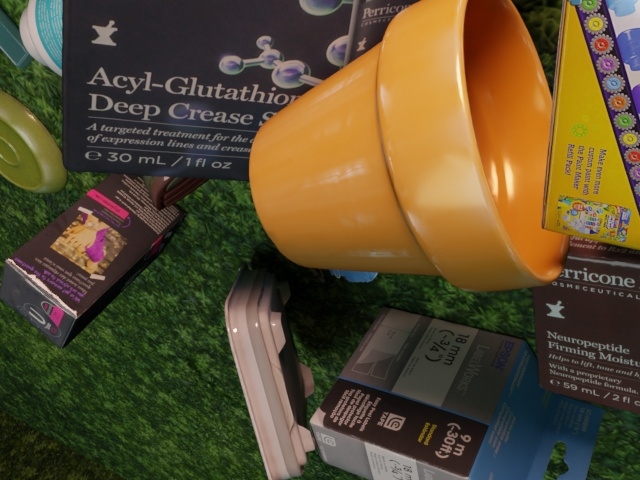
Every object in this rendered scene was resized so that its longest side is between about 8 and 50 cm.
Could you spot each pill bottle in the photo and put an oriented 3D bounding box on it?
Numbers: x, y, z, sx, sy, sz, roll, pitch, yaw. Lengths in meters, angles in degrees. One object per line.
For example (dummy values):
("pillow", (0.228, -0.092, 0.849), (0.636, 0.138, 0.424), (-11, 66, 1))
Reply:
("pill bottle", (-0.259, -0.272, 0.810), (0.264, 0.146, 0.146), (4, 131, 35))

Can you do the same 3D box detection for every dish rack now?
("dish rack", (-0.065, 0.186, 0.999), (0.073, 0.333, 0.285), (-13, 100, 2))

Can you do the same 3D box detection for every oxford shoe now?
("oxford shoe", (-0.177, -0.126, 0.791), (0.130, 0.123, 0.348), (55, 179, -12))

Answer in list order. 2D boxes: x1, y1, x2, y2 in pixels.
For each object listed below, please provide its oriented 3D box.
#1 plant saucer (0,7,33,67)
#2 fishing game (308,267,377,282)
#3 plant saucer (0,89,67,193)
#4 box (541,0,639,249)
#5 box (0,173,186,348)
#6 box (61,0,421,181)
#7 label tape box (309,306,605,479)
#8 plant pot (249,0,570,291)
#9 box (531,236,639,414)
("plant saucer", (-0.534, -0.363, 1.040), (0.067, 0.018, 0.192), (-18, 117, 47))
("fishing game", (0.000, 0.000, 0.921), (0.189, 0.041, 0.264), (49, 157, -15))
("plant saucer", (-0.594, -0.181, 1.256), (0.241, 0.037, 0.240), (21, 138, 20))
("box", (0.316, -0.127, 0.386), (0.279, 0.290, 0.177), (14, 136, 26))
("box", (-0.382, 0.024, 1.105), (0.143, 0.270, 0.165), (41, 142, -3))
("box", (-0.044, -0.242, 0.515), (0.294, 0.211, 0.395), (2, 147, -20))
("label tape box", (0.191, 0.235, 0.891), (0.334, 0.240, 0.105), (11, 133, 29))
("plant pot", (0.059, -0.057, 0.482), (0.188, 0.205, 0.205), (-11, 121, 34))
("box", (0.318, 0.044, 0.655), (0.169, 0.167, 0.203), (9, 133, 32))
